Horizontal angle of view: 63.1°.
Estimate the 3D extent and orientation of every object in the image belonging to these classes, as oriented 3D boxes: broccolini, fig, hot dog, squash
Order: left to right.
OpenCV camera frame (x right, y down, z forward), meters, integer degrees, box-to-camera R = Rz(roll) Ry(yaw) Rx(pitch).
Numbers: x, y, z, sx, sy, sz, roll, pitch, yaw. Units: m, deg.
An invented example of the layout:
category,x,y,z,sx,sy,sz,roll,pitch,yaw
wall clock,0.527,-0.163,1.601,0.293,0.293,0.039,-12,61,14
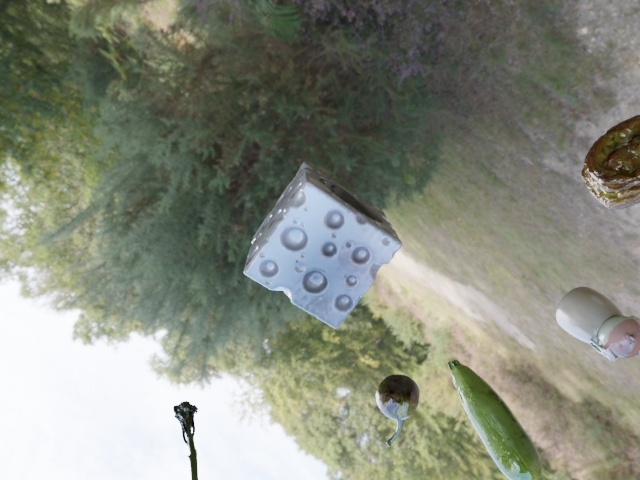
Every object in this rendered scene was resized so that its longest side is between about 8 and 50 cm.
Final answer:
category,x,y,z,sx,sy,sz,roll,pitch,yaw
broccolini,-0.214,0.364,0.868,0.044,0.042,0.218,31,-154,-43
fig,0.251,0.564,1.710,0.149,0.149,0.245,-138,46,-73
squash,0.474,0.487,1.439,0.370,0.118,0.118,61,-174,25
hot dog,0.758,-0.194,1.208,0.122,0.272,0.196,46,-162,-49

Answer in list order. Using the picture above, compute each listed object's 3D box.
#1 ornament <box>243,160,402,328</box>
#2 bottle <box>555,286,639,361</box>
category,x,y,z,sx,sy,sz,roll,pitch,yaw
ornament,0.000,0.000,1.163,0.239,0.239,0.240,34,-166,-12
bottle,0.793,0.239,1.455,0.147,0.147,0.236,46,-179,-27
